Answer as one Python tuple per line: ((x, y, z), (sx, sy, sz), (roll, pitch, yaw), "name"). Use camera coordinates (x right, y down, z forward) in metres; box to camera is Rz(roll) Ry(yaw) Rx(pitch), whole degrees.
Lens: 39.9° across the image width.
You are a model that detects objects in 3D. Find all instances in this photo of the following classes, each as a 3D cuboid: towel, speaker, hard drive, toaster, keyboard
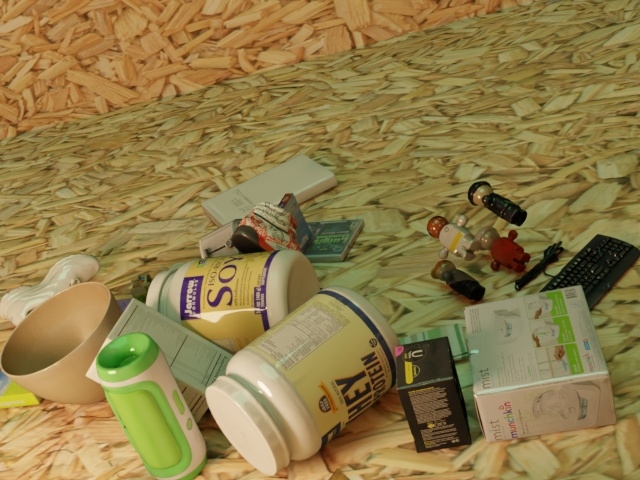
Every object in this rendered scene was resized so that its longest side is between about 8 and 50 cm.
((0.222, 0.224, 1.801), (0.152, 0.023, 0.113), (-16, 27, 9), "towel")
((-0.313, 0.320, 1.654), (0.131, 0.296, 0.131), (-14, 30, 8), "speaker")
((-0.155, -0.136, 2.590), (0.353, 0.047, 0.233), (-28, 30, -15), "hard drive")
((-0.197, 0.025, 2.201), (0.146, 0.129, 0.227), (-21, -12, 27), "toaster")
((0.518, 0.077, 1.867), (0.201, 0.033, 0.317), (15, 43, 45), "keyboard")

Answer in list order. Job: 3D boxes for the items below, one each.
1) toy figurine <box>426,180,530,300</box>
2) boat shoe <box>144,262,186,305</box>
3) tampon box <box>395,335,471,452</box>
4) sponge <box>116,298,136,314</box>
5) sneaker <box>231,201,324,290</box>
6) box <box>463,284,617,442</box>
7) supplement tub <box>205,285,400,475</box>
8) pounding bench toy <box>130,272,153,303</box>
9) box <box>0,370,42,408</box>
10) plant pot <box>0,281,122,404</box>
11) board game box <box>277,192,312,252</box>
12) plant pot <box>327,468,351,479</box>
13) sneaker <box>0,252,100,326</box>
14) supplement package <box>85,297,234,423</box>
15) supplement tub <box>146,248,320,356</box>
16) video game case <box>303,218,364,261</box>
((0.336, 0.001, 1.914), (0.209, 0.213, 0.148), (-33, 44, -16), "toy figurine")
((-0.387, 0.191, 2.153), (0.099, 0.116, 0.319), (-51, 12, 43), "boat shoe")
((0.200, 0.276, 1.577), (0.101, 0.161, 0.120), (-13, 29, 10), "tampon box")
((-0.585, 0.203, 2.278), (0.210, 0.031, 0.117), (-7, 31, 21), "sponge")
((-0.069, 0.024, 2.059), (0.090, 0.270, 0.145), (-40, 14, 49), "sneaker")
((0.390, 0.218, 1.603), (0.231, 0.126, 0.262), (-13, 30, 11), "box")
((-0.028, 0.260, 1.657), (0.325, 0.235, 0.235), (-36, 34, -27), "supplement tub")
((-0.469, 0.114, 2.308), (0.052, 0.083, 0.065), (-19, 30, 0), "pounding bench toy")
((-0.731, 0.350, 2.099), (0.178, 0.042, 0.109), (-9, 30, 17), "box")
((-0.541, 0.257, 1.979), (0.284, 0.191, 0.284), (-21, 33, 15), "plant pot")
((-0.106, 0.026, 2.160), (0.027, 0.145, 0.281), (-3, 39, 31), "board game box")
((0.018, 0.505, 1.264), (0.254, 0.237, 0.237), (-43, 35, -12), "plant pot")
((-0.718, 0.148, 2.401), (0.297, 0.111, 0.129), (-38, 50, -24), "sneaker")
((-0.326, 0.257, 1.805), (0.134, 0.244, 0.139), (-54, 7, 36), "supplement package")
((-0.186, 0.150, 1.929), (0.331, 0.241, 0.241), (-7, 32, 20), "supplement tub")
((0.000, 0.000, 2.297), (0.190, 0.022, 0.173), (-2, 34, 27), "video game case")
